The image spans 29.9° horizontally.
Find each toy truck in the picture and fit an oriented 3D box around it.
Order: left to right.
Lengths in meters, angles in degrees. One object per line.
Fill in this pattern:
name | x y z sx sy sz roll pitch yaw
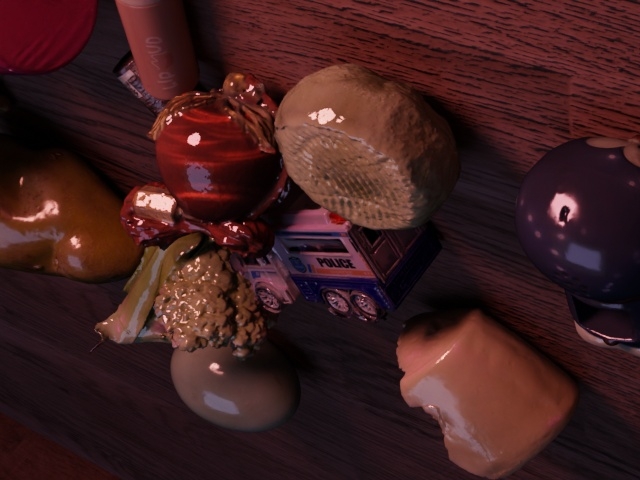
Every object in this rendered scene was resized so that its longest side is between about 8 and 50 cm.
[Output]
toy truck | 0.000 0.000 1.460 0.268 0.124 0.155 1 133 48

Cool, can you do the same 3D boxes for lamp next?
lamp | -0.130 -0.084 1.364 0.215 0.223 0.151 14 -176 25

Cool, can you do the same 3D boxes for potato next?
potato | -0.414 -0.038 1.814 0.351 0.203 0.218 23 166 6

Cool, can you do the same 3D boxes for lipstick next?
lipstick | -0.182 -0.254 1.280 0.070 0.070 0.254 26 155 19

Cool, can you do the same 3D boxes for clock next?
clock | 0.275 0.006 1.105 0.199 0.146 0.243 20 160 38

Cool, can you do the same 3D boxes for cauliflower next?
cauliflower | -0.192 0.073 1.672 0.315 0.239 0.256 -32 83 22

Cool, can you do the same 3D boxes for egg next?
egg | -0.141 0.230 1.999 0.230 0.168 0.168 23 154 13

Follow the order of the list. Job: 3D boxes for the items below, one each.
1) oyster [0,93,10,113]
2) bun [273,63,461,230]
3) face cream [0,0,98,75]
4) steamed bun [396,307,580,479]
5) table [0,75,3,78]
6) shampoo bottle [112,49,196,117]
oyster | -0.617 -0.262 1.737 0.351 0.115 0.238 27 124 -16
bun | 0.049 -0.102 1.214 0.195 0.118 0.195 23 157 11
face cream | -0.376 -0.275 1.358 0.195 0.175 0.175 10 146 43
steamed bun | 0.190 0.193 1.518 0.225 0.170 0.200 39 160 -7
table | -0.510 -0.210 1.590 0.126 0.220 0.126 28 156 14
shampoo bottle | -0.162 -0.148 1.459 0.207 0.063 0.057 45 165 -22
